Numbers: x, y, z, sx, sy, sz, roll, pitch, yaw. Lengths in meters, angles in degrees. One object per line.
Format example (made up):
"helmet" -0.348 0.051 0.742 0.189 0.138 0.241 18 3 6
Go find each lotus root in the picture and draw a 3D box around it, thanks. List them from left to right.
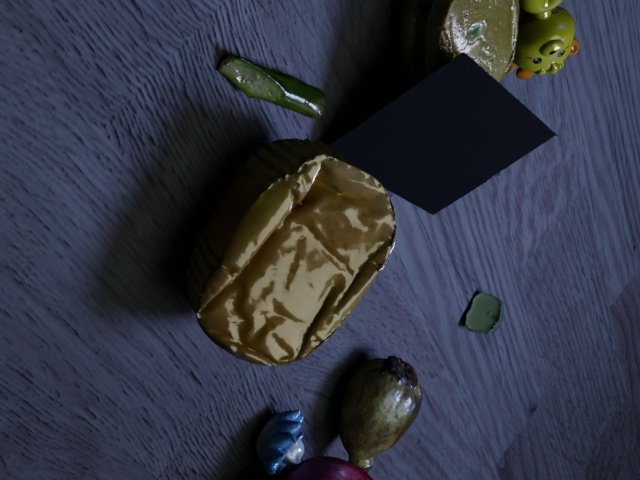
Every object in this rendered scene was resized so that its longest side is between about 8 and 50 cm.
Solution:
"lotus root" 0.093 0.295 1.663 0.138 0.138 0.214 15 102 -53

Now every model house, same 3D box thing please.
"model house" 0.323 0.147 1.905 0.083 0.066 0.079 32 76 -71

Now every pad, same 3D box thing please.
"pad" 0.188 -0.145 1.463 0.247 0.007 0.367 -33 152 22

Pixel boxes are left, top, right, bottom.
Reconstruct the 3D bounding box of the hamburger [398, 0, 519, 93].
"hamburger" 0.192 -0.310 1.387 0.189 0.122 0.215 -34 132 -28

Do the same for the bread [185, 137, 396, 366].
"bread" -0.045 0.011 1.256 0.204 0.156 0.288 27 96 -19

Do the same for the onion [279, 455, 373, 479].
"onion" -0.004 0.459 1.568 0.256 0.272 0.230 -37 -169 27

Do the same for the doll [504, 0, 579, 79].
"doll" 0.345 -0.344 1.566 0.142 0.135 0.221 -19 142 -1

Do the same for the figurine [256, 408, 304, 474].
"figurine" -0.055 0.310 1.532 0.114 0.079 0.114 -54 169 -15

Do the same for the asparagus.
"asparagus" -0.058 -0.193 1.234 0.178 0.041 0.045 12 95 -52
